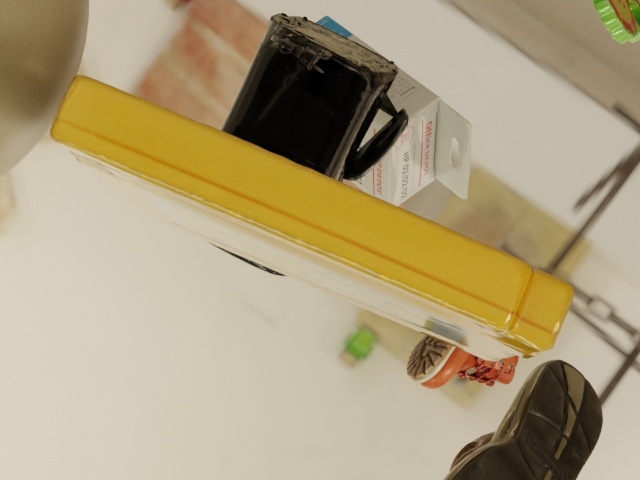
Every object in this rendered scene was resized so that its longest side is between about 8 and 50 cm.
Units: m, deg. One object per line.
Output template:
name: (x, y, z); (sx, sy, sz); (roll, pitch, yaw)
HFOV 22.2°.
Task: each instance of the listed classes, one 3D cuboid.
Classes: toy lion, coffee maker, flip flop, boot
toy lion: (0.263, -0.210, 1.446); (0.034, 0.096, 0.100); (-25, 136, 26)
coffee maker: (-0.034, -0.074, 1.238); (0.120, 0.178, 0.171); (33, -165, 28)
flip flop: (0.162, 0.206, 1.438); (0.080, 0.277, 0.112); (-28, 105, 43)
boot: (0.134, 0.098, 1.404); (0.059, 0.158, 0.085); (-30, 96, 38)

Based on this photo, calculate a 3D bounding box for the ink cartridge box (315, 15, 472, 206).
ink cartridge box: (0.046, -0.101, 1.419); (0.181, 0.061, 0.104); (39, 152, 29)

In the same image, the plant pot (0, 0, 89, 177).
plant pot: (-0.267, -0.136, 0.938); (0.284, 0.284, 0.191); (42, 178, -18)

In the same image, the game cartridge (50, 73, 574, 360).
game cartridge: (0.000, 0.000, 0.982); (0.285, 0.053, 0.324); (23, 178, 4)
